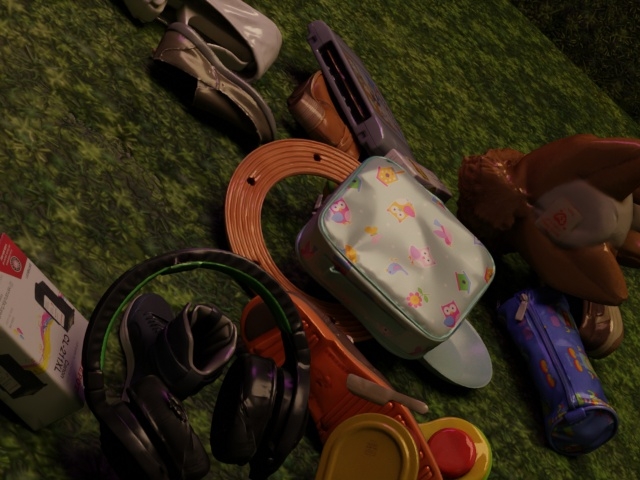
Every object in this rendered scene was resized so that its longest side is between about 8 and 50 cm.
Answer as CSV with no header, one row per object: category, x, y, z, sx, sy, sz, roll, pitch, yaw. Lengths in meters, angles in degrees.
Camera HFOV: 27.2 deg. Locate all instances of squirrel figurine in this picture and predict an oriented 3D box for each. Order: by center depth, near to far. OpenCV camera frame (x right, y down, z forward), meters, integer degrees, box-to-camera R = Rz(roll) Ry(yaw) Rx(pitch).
squirrel figurine,0.438,-0.076,2.357,0.397,0.281,0.370,9,14,22

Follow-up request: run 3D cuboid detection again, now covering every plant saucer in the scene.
plant saucer,0.188,0.164,2.096,0.195,0.037,0.195,30,31,-21

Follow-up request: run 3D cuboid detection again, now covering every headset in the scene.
headset,-0.114,0.203,1.410,0.243,0.185,0.394,-11,92,-17

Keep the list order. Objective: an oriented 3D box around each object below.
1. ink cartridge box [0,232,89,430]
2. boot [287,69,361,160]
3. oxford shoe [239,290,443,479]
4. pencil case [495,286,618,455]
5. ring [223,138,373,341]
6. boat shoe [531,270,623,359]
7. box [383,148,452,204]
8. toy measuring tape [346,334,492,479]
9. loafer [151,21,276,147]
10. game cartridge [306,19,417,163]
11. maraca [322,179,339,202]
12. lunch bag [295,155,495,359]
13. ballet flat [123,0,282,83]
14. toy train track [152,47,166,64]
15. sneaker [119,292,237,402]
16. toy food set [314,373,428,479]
ink cartridge box,-0.326,0.100,1.437,0.175,0.072,0.127,52,22,-30
boot,0.014,-0.215,2.366,0.152,0.073,0.197,45,26,-14
oxford shoe,0.047,0.207,1.775,0.363,0.130,0.133,53,17,7
pencil case,0.392,0.206,2.209,0.133,0.119,0.306,49,18,-44
ring,0.000,0.000,1.994,0.337,0.032,0.336,17,55,-26
boat shoe,0.467,0.066,2.501,0.123,0.123,0.342,25,39,-32
box,0.157,-0.094,2.267,0.063,0.067,0.324,50,9,14
toy measuring tape,0.148,0.253,1.837,0.121,0.121,0.330,2,49,-51
loafer,-0.177,-0.236,2.142,0.251,0.094,0.087,45,67,-6
game cartridge,0.079,-0.253,2.434,0.198,0.062,0.297,28,32,-58
maraca,0.065,-0.032,2.140,0.127,0.099,0.185,12,47,-59
lunch bag,0.103,0.026,1.956,0.279,0.108,0.224,43,54,-3
ballet flat,-0.238,-0.398,2.237,0.400,0.139,0.139,31,31,-23
toy train track,-0.246,-0.283,2.174,0.083,0.014,0.048,40,21,-18
sneaker,-0.170,0.110,1.589,0.086,0.163,0.226,26,32,-26
toy food set,0.068,0.290,1.655,0.128,0.217,0.071,12,-13,23
